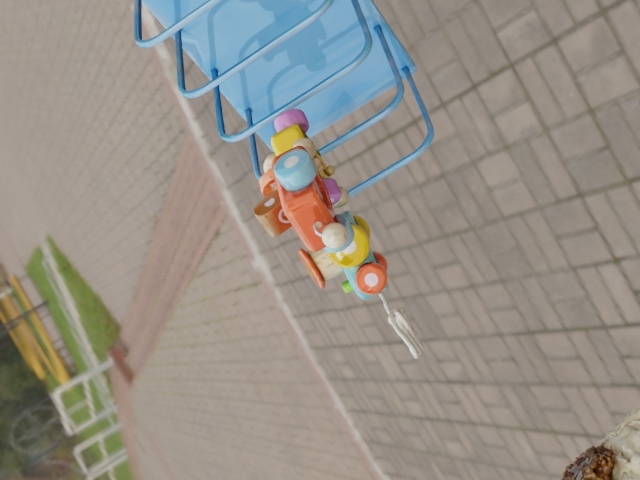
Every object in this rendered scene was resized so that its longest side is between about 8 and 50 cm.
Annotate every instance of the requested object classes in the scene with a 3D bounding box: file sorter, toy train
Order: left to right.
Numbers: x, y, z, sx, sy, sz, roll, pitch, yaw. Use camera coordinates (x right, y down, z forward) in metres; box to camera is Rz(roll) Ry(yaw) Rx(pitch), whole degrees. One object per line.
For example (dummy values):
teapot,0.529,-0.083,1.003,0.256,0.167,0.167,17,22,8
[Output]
file sorter,-0.021,-0.112,0.579,0.170,0.118,0.104,48,-160,-38
toy train,0.000,0.000,0.513,0.166,0.046,0.125,57,-171,-44

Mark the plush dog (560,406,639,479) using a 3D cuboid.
plush dog,0.305,0.222,0.726,0.210,0.262,0.225,-124,9,-81
